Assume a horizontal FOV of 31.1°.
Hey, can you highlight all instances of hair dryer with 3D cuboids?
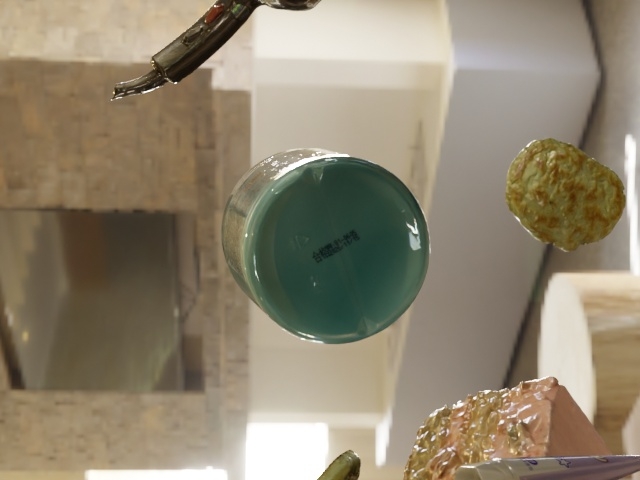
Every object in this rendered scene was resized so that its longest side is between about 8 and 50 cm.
[{"bbox_3d":[-0.120,-0.232,1.167,0.091,0.271,0.235,47,-172,24],"label":"hair dryer"}]

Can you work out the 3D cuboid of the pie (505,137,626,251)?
[{"bbox_3d":[0.473,-0.082,2.271,0.201,0.248,0.090,-62,12,-8],"label":"pie"}]

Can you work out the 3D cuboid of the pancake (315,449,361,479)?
[{"bbox_3d":[-0.025,0.393,1.620,0.253,0.037,0.253,-45,-14,-14],"label":"pancake"}]

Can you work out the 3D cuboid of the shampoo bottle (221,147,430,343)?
[{"bbox_3d":[0.000,0.000,2.074,0.343,0.331,0.331,-153,63,-78],"label":"shampoo bottle"}]

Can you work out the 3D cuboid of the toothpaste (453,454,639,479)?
[{"bbox_3d":[0.355,0.351,1.683,0.125,0.371,0.080,-39,57,48],"label":"toothpaste"}]

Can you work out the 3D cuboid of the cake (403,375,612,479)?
[{"bbox_3d":[0.337,0.442,2.035,0.293,0.307,0.314,48,-143,-24],"label":"cake"}]
